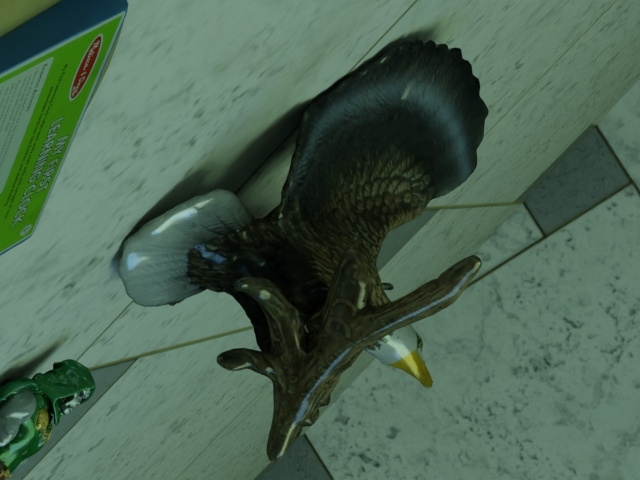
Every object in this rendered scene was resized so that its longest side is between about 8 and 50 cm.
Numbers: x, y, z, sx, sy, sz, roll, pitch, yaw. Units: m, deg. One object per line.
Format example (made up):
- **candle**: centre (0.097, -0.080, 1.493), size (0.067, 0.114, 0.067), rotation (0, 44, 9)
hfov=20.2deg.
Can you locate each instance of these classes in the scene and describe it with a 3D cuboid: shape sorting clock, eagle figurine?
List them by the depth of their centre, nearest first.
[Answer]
- **shape sorting clock**: centre (-0.147, -0.031, 0.678), size (0.206, 0.040, 0.206), rotation (-44, 168, -12)
- **eagle figurine**: centre (0.004, 0.009, 1.195), size (0.226, 0.225, 0.298), rotation (-6, -148, 8)

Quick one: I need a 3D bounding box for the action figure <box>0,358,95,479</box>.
- **action figure**: centre (-0.229, 0.156, 1.108), size (0.232, 0.063, 0.137), rotation (-45, 168, -16)
